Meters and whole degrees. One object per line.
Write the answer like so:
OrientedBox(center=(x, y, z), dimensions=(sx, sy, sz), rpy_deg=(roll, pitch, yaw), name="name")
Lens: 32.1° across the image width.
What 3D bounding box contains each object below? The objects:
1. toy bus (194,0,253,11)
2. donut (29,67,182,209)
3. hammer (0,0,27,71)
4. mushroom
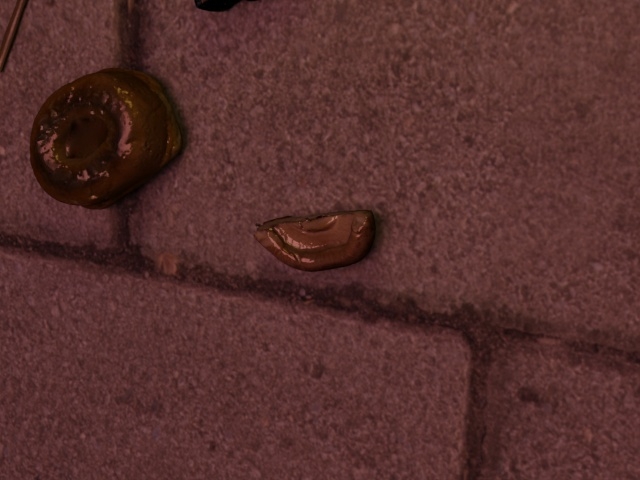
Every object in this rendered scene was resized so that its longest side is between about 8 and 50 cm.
OrientedBox(center=(-0.110, -0.437, 1.700), dimensions=(0.201, 0.098, 0.114), rpy_deg=(-24, 86, 26), name="toy bus")
OrientedBox(center=(-0.367, -0.172, 1.847), dimensions=(0.261, 0.128, 0.208), rpy_deg=(-35, 81, 24), name="donut")
OrientedBox(center=(-0.541, -0.391, 1.963), dimensions=(0.062, 0.013, 0.199), rpy_deg=(33, 109, 19), name="hammer")
OrientedBox(center=(0.000, 0.000, 1.724), dimensions=(0.210, 0.072, 0.094), rpy_deg=(-10, 91, 30), name="mushroom")
